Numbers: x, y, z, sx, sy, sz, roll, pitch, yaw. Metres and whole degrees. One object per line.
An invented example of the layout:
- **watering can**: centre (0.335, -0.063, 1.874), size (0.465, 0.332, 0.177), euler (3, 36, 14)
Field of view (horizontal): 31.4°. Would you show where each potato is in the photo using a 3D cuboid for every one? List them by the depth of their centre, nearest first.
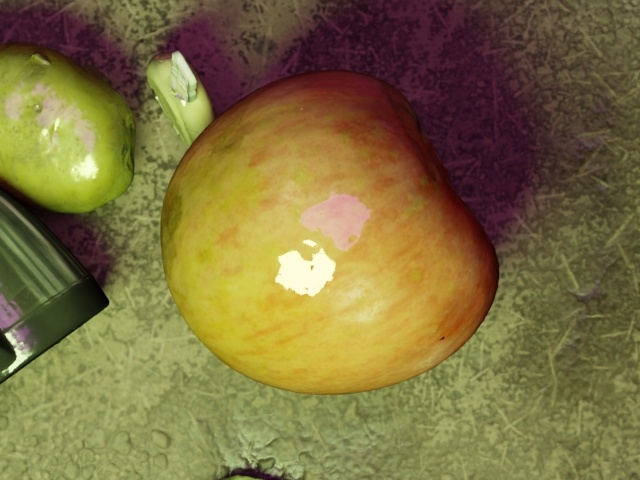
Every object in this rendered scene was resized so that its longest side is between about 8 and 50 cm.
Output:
- **potato**: centre (-0.331, -0.134, 1.353), size (0.228, 0.148, 0.197), euler (4, 117, 8)

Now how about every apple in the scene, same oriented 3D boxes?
- **apple**: centre (0.000, 0.000, 1.262), size (0.364, 0.364, 0.363), euler (0, 84, -3)

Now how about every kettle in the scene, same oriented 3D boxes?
- **kettle**: centre (-0.410, 0.032, 1.278), size (0.207, 0.251, 0.271), euler (-34, 92, 38)

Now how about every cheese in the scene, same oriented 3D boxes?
- **cheese**: centre (-0.158, -0.172, 1.317), size (0.050, 0.255, 0.127), euler (-29, 92, -7)

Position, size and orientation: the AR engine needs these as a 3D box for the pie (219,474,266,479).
- **pie**: centre (-0.084, 0.423, 1.351), size (0.306, 0.071, 0.306), euler (0, 83, -4)
